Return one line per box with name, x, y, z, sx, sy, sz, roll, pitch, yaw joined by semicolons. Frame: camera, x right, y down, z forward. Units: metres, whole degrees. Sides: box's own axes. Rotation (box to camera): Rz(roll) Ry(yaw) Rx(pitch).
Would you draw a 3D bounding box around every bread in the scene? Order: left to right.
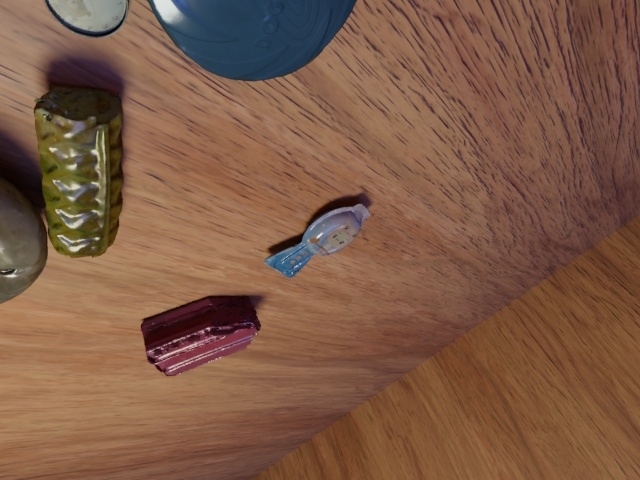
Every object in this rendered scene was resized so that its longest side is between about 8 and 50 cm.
bread;-0.324;-0.076;0.565;0.087;0.098;0.269;19;131;-10

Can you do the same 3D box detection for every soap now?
soap;-0.267;0.221;0.970;0.250;0.099;0.162;-18;144;-12

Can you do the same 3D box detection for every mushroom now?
mushroom;-0.466;0.029;0.490;0.243;0.243;0.243;-18;144;-13

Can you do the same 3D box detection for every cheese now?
cheese;0.000;0.000;0.902;0.244;0.052;0.135;-35;144;10

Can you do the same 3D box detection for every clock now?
clock;-0.250;-0.260;0.441;0.085;0.017;0.085;-18;144;-14

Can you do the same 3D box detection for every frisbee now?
frisbee;-0.045;-0.302;0.441;0.289;0.049;0.289;-29;148;-20
